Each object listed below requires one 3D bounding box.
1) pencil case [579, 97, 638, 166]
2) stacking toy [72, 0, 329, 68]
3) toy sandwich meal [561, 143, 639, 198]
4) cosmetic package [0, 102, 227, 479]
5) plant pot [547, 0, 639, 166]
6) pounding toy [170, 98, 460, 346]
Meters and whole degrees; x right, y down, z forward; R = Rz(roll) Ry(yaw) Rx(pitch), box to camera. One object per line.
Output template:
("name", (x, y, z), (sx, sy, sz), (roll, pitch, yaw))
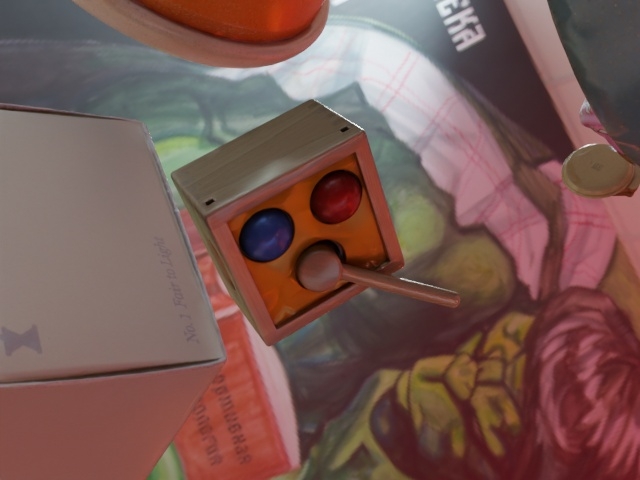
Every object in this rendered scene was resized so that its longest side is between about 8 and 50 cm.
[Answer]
("pencil case", (0.394, -0.236, 0.694), (0.167, 0.386, 0.160), (31, 6, 25))
("stacking toy", (-0.026, -0.398, 0.569), (0.480, 0.350, 0.351), (-43, -104, 40))
("toy sandwich meal", (0.313, -0.074, 0.872), (0.085, 0.085, 0.029), (46, -9, 39))
("cosmetic package", (-0.177, 0.091, 0.435), (0.309, 0.113, 0.160), (-53, -132, 39))
("plant pot", (0.251, -0.190, 0.384), (0.195, 0.290, 0.290), (-6, -63, 41))
("pounding toy", (0.000, 0.000, 0.511), (0.100, 0.130, 0.141), (44, -20, 52))
